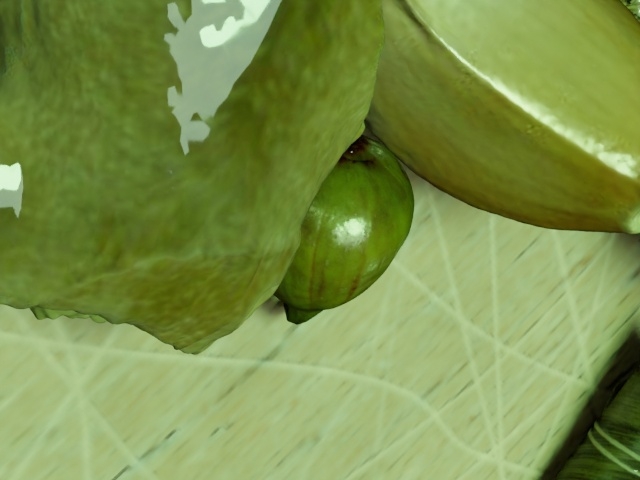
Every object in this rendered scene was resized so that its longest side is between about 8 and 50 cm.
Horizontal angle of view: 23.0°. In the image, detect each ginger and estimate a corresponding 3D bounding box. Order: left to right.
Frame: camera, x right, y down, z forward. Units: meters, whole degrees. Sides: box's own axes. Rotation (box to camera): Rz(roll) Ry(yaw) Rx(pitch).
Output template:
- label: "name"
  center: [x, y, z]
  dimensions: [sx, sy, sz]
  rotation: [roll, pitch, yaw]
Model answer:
- label: "ginger"
  center: [-0.083, -0.077, 0.591]
  dimensions: [0.221, 0.130, 0.276]
  rotation: [-23, 111, -12]

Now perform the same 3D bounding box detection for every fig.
- label: "fig"
  center: [0.000, 0.000, 0.708]
  dimensions: [0.082, 0.084, 0.098]
  rotation: [3, 109, -19]

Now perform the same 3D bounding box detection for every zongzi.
- label: "zongzi"
  center: [0.205, 0.155, 0.923]
  dimensions: [0.184, 0.084, 0.187]
  rotation: [-51, 134, 8]

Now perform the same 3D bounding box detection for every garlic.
- label: "garlic"
  center: [0.068, -0.083, 0.713]
  dimensions: [0.206, 0.128, 0.115]
  rotation: [34, 130, -26]

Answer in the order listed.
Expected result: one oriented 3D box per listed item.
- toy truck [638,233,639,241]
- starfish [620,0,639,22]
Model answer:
- label: "toy truck"
  center: [0.251, -0.012, 0.863]
  dimensions: [0.116, 0.085, 0.191]
  rotation: [-50, 136, 2]
- label: "starfish"
  center: [0.189, -0.117, 0.825]
  dimensions: [0.240, 0.043, 0.227]
  rotation: [-31, 126, -18]
